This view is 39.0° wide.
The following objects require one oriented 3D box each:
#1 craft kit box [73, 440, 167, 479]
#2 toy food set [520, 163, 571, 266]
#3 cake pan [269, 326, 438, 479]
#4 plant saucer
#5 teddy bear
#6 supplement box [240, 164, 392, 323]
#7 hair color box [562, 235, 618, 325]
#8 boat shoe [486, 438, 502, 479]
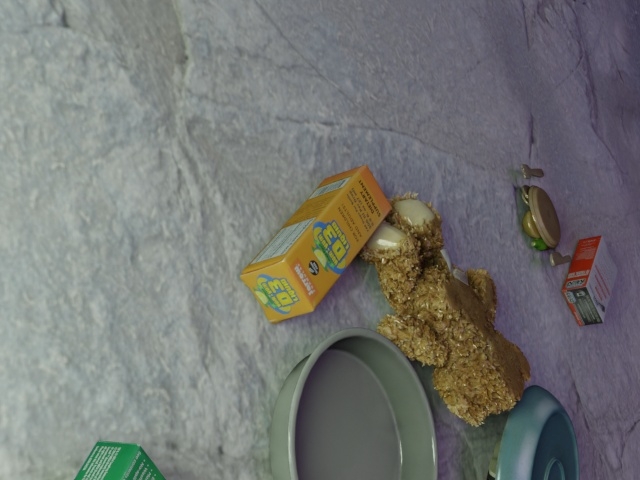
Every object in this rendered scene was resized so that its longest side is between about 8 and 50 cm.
[{"bbox_3d":[-0.169,0.343,0.756,0.247,0.061,0.250,66,34,-36],"label":"craft kit box"},{"bbox_3d":[0.402,-0.042,1.665,0.132,0.038,0.192,-1,74,-59],"label":"toy food set"},{"bbox_3d":[0.042,0.254,1.092,0.293,0.054,0.293,21,62,-47],"label":"cake pan"},{"bbox_3d":[0.340,0.382,1.378,0.317,0.043,0.318,1,89,-58],"label":"plant saucer"},{"bbox_3d":[0.160,0.094,1.272,0.338,0.113,0.245,48,37,-20],"label":"teddy bear"},{"bbox_3d":[0.000,0.000,1.106,0.078,0.080,0.233,58,43,-18],"label":"supplement box"},{"bbox_3d":[0.527,0.077,1.762,0.093,0.053,0.167,59,39,-22],"label":"hair color box"},{"bbox_3d":[0.284,0.341,1.380,0.133,0.049,0.042,-34,133,-58],"label":"boat shoe"}]
